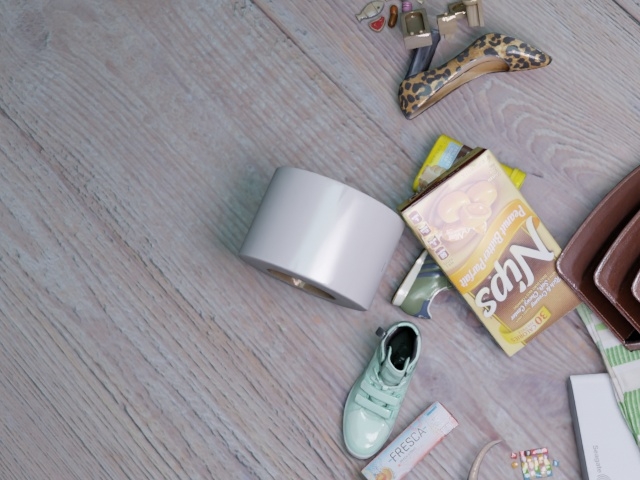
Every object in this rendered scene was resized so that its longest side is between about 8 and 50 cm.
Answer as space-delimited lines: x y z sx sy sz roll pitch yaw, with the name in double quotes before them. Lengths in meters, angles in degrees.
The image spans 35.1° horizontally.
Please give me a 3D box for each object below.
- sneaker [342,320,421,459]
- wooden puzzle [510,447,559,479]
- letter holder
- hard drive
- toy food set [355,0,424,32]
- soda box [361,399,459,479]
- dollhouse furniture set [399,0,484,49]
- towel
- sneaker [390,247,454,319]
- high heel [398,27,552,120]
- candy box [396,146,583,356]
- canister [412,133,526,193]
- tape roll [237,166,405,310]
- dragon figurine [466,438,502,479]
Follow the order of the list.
"sneaker" 0.101 0.252 1.731 0.094 0.151 0.255 21 83 7
"wooden puzzle" 0.373 0.387 1.754 0.083 0.006 0.049 -10 78 3
"letter holder" 0.568 -0.001 1.676 0.214 0.152 0.302 47 72 -2
"hard drive" 0.609 0.327 1.689 0.353 0.047 0.233 -5 61 2
"toy food set" 0.135 -0.442 1.931 0.122 0.019 0.078 -39 78 -3
"soda box" 0.155 0.358 1.749 0.183 0.063 0.058 -42 78 -4
"dollhouse furniture set" 0.215 -0.447 1.843 0.151 0.123 0.144 -10 35 7
"towel" 0.599 0.201 1.710 0.248 0.038 0.324 -14 60 -2
"sneaker" 0.210 0.055 1.809 0.086 0.064 0.192 33 84 3
"high heel" 0.277 -0.285 1.844 0.261 0.093 0.186 12 73 24
"candy box" 0.297 0.018 1.735 0.183 0.087 0.316 -37 99 2
"canister" 0.267 -0.103 1.826 0.170 0.073 0.126 28 84 11
"tape roll" 0.000 0.000 1.741 0.246 0.246 0.169 23 81 9
"dragon figurine" 0.252 0.485 1.705 0.085 0.144 0.289 5 60 8
